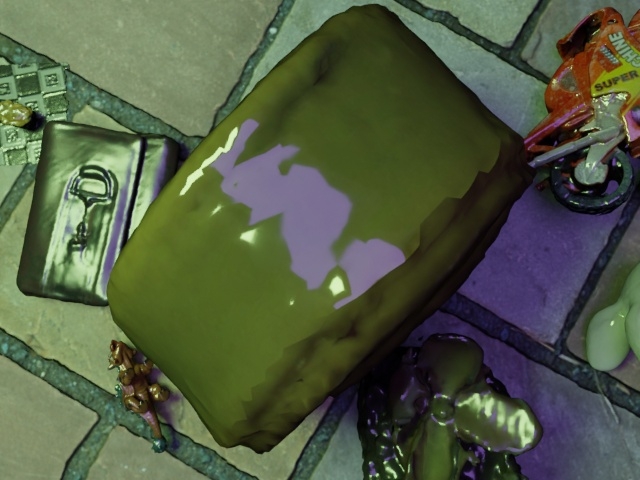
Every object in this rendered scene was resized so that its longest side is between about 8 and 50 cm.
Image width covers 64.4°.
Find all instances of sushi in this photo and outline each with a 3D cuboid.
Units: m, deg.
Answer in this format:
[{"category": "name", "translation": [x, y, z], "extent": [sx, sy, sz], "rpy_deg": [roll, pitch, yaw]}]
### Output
[{"category": "sushi", "translation": [-0.429, -0.166, 0.655], "extent": [0.201, 0.031, 0.139], "rpy_deg": [-4, 87, -2]}]

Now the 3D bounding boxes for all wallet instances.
[{"category": "wallet", "translation": [-0.279, -0.033, 0.644], "extent": [0.182, 0.049, 0.228], "rpy_deg": [8, 86, 0]}]

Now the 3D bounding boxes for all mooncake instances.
[{"category": "mooncake", "translation": [0.000, 0.000, 0.505], "extent": [0.246, 0.393, 0.394], "rpy_deg": [43, 128, 4]}]

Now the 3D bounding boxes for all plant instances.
[{"category": "plant", "translation": [0.131, 0.204, 0.557], "extent": [0.178, 0.234, 0.203], "rpy_deg": [10, 81, -6]}]

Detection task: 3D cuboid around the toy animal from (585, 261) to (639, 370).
[{"category": "toy animal", "translation": [0.449, 0.117, 0.615], "extent": [0.193, 0.127, 0.178], "rpy_deg": [30, 89, -2]}]

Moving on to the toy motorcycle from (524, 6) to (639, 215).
[{"category": "toy motorcycle", "translation": [0.348, -0.174, 0.627], "extent": [0.171, 0.089, 0.298], "rpy_deg": [29, 89, 29]}]

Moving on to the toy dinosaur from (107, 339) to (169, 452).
[{"category": "toy dinosaur", "translation": [-0.225, 0.192, 0.631], "extent": [0.055, 0.049, 0.154], "rpy_deg": [-24, 88, 32]}]
